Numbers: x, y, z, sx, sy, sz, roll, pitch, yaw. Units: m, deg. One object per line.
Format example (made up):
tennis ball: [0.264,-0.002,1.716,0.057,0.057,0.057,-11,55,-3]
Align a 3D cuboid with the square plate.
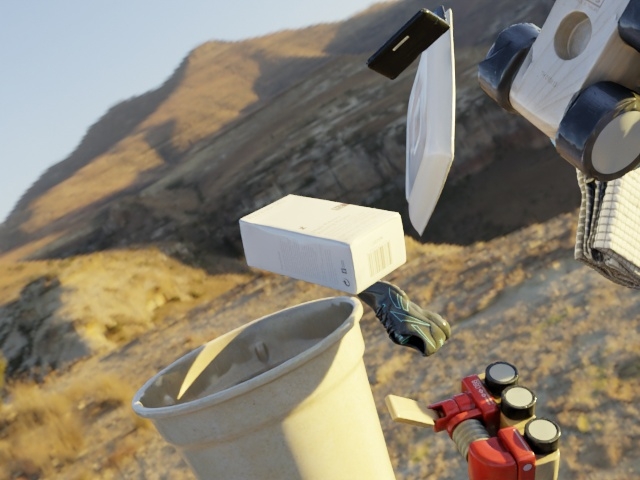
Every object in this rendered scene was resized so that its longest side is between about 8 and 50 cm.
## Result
square plate: [0.220,-0.234,1.819,0.049,0.347,0.344,5,-25,-3]

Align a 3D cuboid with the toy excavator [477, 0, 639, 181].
toy excavator: [0.481,-0.271,1.086,0.445,0.222,0.433,8,-61,-35]

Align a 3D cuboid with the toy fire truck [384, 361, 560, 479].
toy fire truck: [0.242,0.313,1.447,0.246,0.158,0.217,-14,36,-11]

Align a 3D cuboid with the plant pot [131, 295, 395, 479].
plant pot: [-0.042,0.284,1.209,0.334,0.305,0.334,-22,8,3]

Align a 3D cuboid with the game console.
game console: [0.128,-0.310,1.335,0.122,0.071,0.107,-41,-31,26]

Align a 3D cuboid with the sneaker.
sneaker: [0.197,0.194,2.234,0.106,0.267,0.101,-50,-17,-32]

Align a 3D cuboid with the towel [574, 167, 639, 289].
towel: [0.648,-0.035,1.891,0.284,0.235,0.121,23,-16,-39]

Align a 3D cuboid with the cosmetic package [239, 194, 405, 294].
cosmetic package: [0.000,0.000,1.293,0.231,0.085,0.117,13,32,41]
